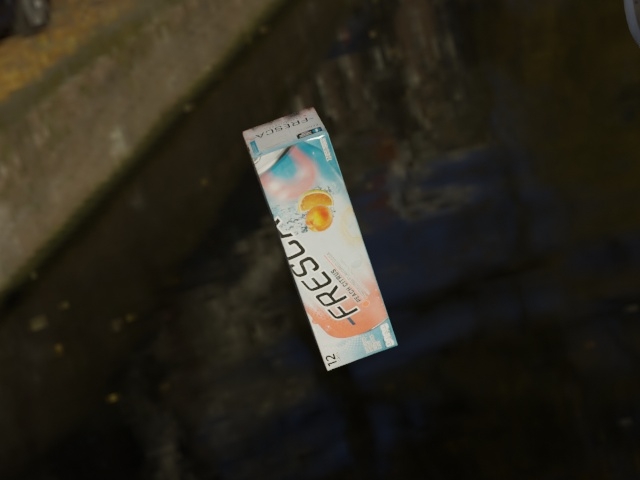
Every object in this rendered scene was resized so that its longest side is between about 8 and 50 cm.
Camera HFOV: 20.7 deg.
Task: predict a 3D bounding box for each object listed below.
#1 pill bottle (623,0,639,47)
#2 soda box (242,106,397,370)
[{"bbox_3d":[0.363,-0.221,1.551,0.169,0.094,0.094,-9,21,36],"label":"pill bottle"},{"bbox_3d":[0.000,0.000,1.282,0.058,0.183,0.063,-20,24,-2],"label":"soda box"}]
